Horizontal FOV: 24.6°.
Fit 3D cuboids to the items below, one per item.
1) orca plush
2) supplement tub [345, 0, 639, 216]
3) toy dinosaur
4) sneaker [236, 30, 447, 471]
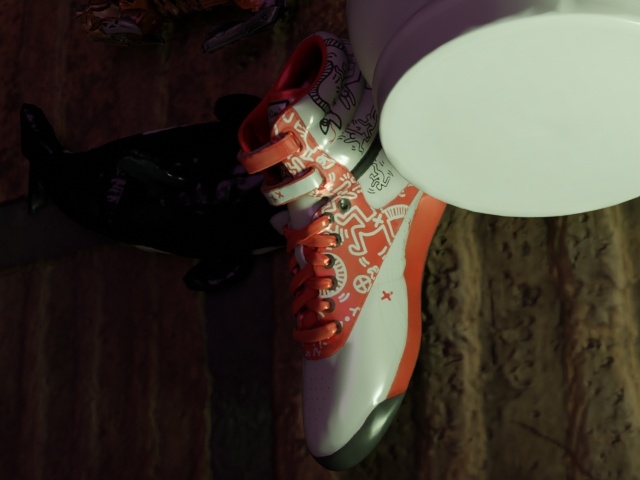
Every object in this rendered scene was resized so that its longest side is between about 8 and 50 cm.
[{"bbox_3d":[-0.117,-0.061,1.052,0.287,0.102,0.151,21,79,30],"label":"orca plush"},{"bbox_3d":[0.128,-0.196,0.896,0.228,0.228,0.316,-12,56,20],"label":"supplement tub"},{"bbox_3d":[-0.049,-0.265,1.107,0.322,0.164,0.218,-20,76,-4],"label":"toy dinosaur"},{"bbox_3d":[0.000,-0.001,0.937,0.090,0.145,0.270,-10,57,57],"label":"sneaker"}]
